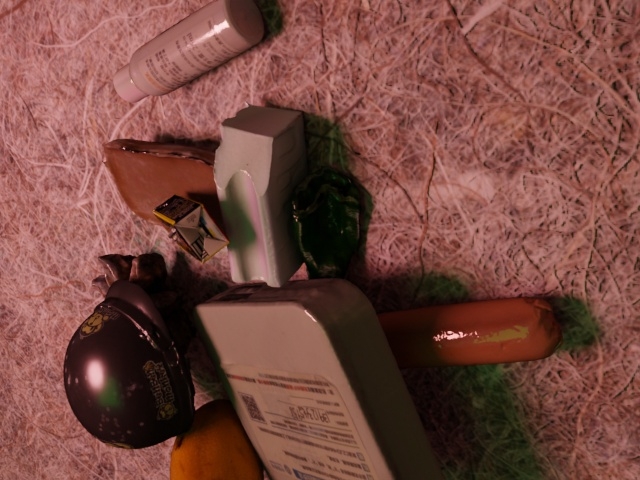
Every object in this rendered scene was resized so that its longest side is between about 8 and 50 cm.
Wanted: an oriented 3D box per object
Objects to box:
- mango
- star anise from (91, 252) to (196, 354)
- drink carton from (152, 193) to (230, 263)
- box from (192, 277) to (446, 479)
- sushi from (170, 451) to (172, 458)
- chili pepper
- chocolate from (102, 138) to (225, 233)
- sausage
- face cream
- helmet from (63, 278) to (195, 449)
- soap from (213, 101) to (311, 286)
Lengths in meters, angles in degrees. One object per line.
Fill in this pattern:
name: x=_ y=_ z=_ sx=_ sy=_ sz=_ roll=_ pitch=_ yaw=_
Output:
mango: x=-0.176 y=0.405 z=1.202 sx=0.120 sy=0.295 sz=0.177 roll=-31 pitch=124 yaw=28
star anise: x=-0.295 y=0.118 z=1.258 sx=0.223 sy=0.109 sz=0.236 roll=53 pitch=145 yaw=12
drink carton: x=-0.189 y=-0.019 z=1.017 sx=0.071 sy=0.056 sz=0.165 roll=58 pitch=165 yaw=-19
box: x=-0.009 y=0.251 z=1.072 sx=0.395 sy=0.111 sz=0.397 roll=-7 pitch=109 yaw=56
sushi: x=-0.231 y=0.394 z=1.341 sx=0.094 sy=0.098 sz=0.084 roll=30 pitch=125 yaw=15
chili pepper: x=0.001 y=0.001 z=1.029 sx=0.062 sy=0.108 sz=0.216 roll=40 pitch=138 yaw=52
chocolate: x=-0.212 y=-0.094 z=1.124 sx=0.261 sy=0.083 sz=0.161 roll=15 pitch=135 yaw=27
sausage: x=0.182 y=0.128 z=0.972 sx=0.288 sy=0.086 sz=0.086 roll=-10 pitch=105 yaw=37
face cream: x=-0.203 y=-0.271 z=1.040 sx=0.268 sy=0.082 sz=0.082 roll=-16 pitch=102 yaw=36
helmet: x=-0.324 y=0.217 z=1.143 sx=0.230 sy=0.160 sz=0.279 roll=9 pitch=120 yaw=48
soap: x=-0.076 y=-0.069 z=1.016 sx=0.091 sy=0.145 sz=0.231 roll=5 pitch=118 yaw=21
